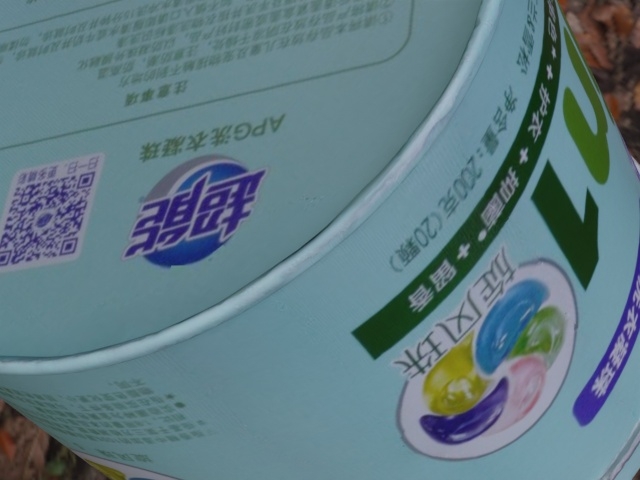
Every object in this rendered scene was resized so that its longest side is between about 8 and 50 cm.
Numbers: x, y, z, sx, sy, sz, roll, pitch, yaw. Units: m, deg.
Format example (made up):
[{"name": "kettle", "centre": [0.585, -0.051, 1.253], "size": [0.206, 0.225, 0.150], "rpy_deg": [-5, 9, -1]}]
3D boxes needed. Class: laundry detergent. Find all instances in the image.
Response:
[{"name": "laundry detergent", "centre": [0.000, 0.000, 0.615], "size": [0.287, 0.287, 0.305], "rpy_deg": [-38, 137, 2]}]
